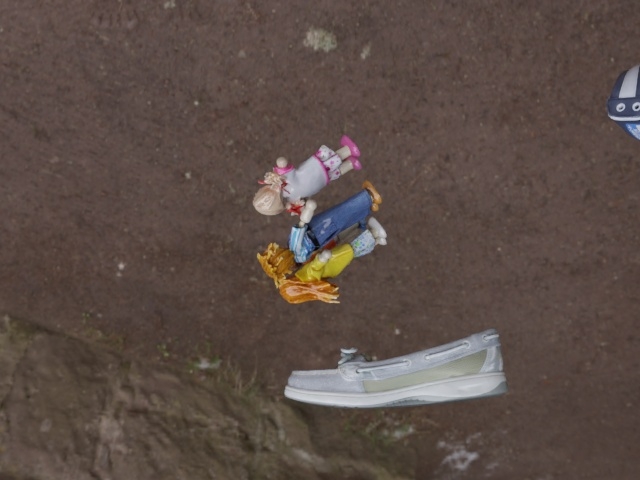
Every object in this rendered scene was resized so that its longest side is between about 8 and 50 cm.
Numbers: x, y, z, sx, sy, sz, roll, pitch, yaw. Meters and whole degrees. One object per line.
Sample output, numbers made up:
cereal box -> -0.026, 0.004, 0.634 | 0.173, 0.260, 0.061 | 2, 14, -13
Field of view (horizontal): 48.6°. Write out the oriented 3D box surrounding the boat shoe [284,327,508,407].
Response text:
boat shoe -> 0.106, 0.191, 1.034 | 0.320, 0.103, 0.118 | -6, 165, 7

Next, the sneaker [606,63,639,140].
sneaker -> 0.365, -0.102, 0.652 | 0.153, 0.282, 0.099 | -33, 123, 32

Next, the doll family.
doll family -> 0.000, 0.000, 0.881 | 0.163, 0.118, 0.263 | -33, 154, -10
